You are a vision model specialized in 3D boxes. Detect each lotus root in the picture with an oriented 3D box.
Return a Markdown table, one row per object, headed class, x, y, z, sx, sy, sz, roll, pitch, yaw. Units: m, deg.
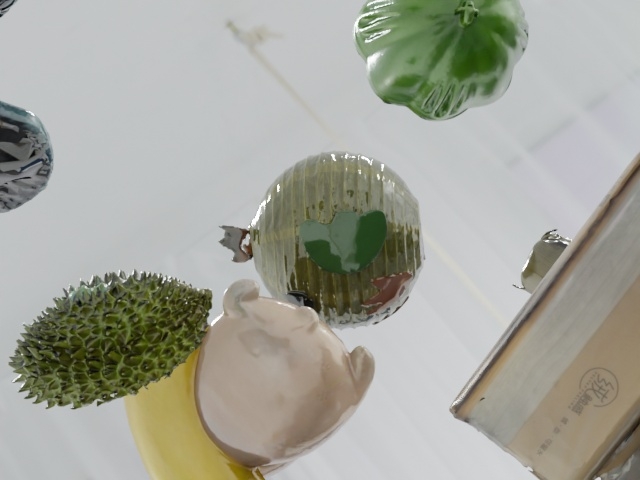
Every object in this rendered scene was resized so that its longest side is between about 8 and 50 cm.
| class | x | y | z | sx | sy | sz | roll | pitch | yaw |
| --- | --- | --- | --- | --- | --- | --- | --- | --- | --- |
| lotus root | 0.129 | -0.212 | 1.194 | 0.186 | 0.186 | 0.186 | -32 | -24 | -16 |

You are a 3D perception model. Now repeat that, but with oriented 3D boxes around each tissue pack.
| class | x | y | z | sx | sy | sz | roll | pitch | yaw |
| --- | --- | --- | --- | --- | --- | --- | --- | --- | --- |
| tissue pack | 0.304 | 0.103 | 1.164 | 0.305 | 0.238 | 0.238 | -54 | -24 | 3 |

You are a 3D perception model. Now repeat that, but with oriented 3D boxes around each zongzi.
| class | x | y | z | sx | sy | sz | roll | pitch | yaw |
| --- | --- | --- | --- | --- | --- | --- | --- | --- | --- |
| zongzi | 0.370 | 0.054 | 1.527 | 0.197 | 0.194 | 0.099 | -6 | -63 | -39 |

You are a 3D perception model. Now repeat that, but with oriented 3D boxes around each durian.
| class | x | y | z | sx | sy | sz | roll | pitch | yaw |
| --- | --- | --- | --- | --- | --- | --- | --- | --- | --- |
| durian | -0.224 | 0.089 | 1.216 | 0.220 | 0.137 | 0.095 | -16 | -57 | 18 |

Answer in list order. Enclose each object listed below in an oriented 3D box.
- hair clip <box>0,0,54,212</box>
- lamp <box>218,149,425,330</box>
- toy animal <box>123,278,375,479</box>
| class | x | y | z | sx | sy | sz | roll | pitch | yaw |
| --- | --- | --- | --- | --- | --- | --- | --- | --- | --- |
| hair clip | -0.244 | -0.119 | 0.632 | 0.194 | 0.206 | 0.310 | 3 | -33 | -27 |
| lamp | 0.000 | 0.000 | 1.668 | 0.284 | 0.250 | 0.250 | -2 | -25 | 4 |
| toy animal | -0.085 | 0.161 | 1.513 | 0.345 | 0.277 | 0.247 | -53 | -17 | 30 |
